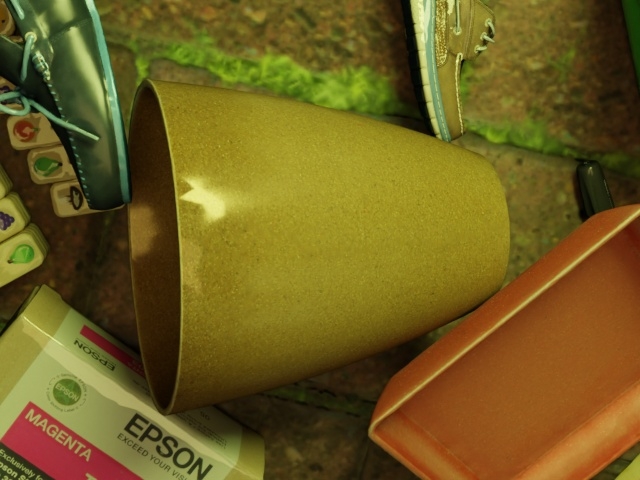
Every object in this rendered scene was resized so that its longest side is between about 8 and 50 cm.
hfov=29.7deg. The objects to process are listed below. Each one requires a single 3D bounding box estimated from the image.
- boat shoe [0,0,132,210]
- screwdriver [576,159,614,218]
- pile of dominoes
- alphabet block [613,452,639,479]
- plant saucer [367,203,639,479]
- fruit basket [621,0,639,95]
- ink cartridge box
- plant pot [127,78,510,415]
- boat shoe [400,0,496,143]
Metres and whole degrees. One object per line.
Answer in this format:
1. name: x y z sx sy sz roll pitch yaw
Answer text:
1. boat shoe: -0.206 -0.141 0.894 0.089 0.109 0.258 -16 83 -11
2. screwdriver: 0.242 0.014 0.989 0.024 0.025 0.169 -20 102 2
3. pile of dominoes: -0.291 -0.085 0.931 0.196 0.040 0.251 -29 103 4
4. alphabet block: 0.356 0.255 0.959 0.193 0.197 0.192 41 96 -11
5. plant saucer: 0.183 0.104 0.940 0.258 0.047 0.259 -40 137 6
6. fruit basket: 0.396 -0.235 0.807 0.392 0.283 0.392 -2 117 -3
7. ink cartridge box: -0.192 0.183 0.971 0.235 0.088 0.193 36 99 -9
8. plant pot: 0.000 0.000 0.886 0.254 0.237 0.237 -2 103 -16
9. boat shoe: 0.099 -0.165 0.921 0.066 0.066 0.183 -10 103 -2
